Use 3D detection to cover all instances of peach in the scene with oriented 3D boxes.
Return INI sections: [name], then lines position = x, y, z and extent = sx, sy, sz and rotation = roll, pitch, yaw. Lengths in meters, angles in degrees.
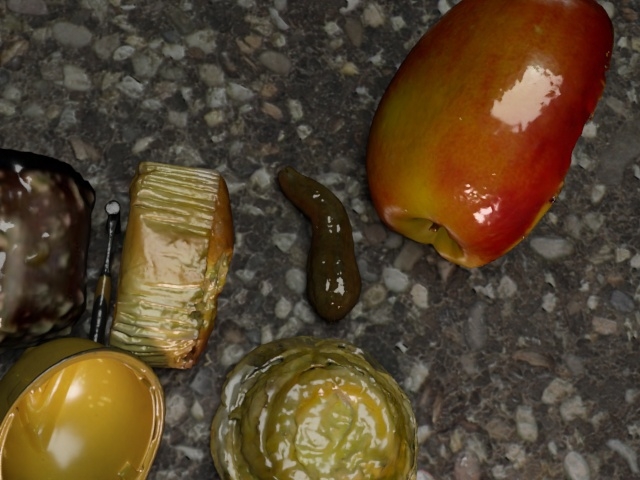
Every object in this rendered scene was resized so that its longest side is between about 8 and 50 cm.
[peach]
position = 0.221, -0.183, 1.293
extent = 0.242, 0.306, 0.380
rotation = 33, 71, -8

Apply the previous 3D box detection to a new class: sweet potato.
[sweet potato]
position = 0.005, -0.003, 1.299
extent = 0.081, 0.062, 0.233
rotation = -10, 70, -15

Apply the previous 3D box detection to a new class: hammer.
[hammer]
position = -0.272, 0.052, 1.215
extent = 0.021, 0.078, 0.201
rotation = 8, 80, -9

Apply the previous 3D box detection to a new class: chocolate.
[chocolate]
position = -0.413, 0.027, 1.095
extent = 0.340, 0.225, 0.210
rotation = 3, 73, -32

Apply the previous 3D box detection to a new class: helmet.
[helmet]
position = -0.298, 0.208, 1.101
extent = 0.205, 0.257, 0.140
rotation = -3, 26, -39

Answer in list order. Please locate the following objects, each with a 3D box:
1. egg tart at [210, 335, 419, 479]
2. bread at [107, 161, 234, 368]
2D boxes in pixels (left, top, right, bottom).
[egg tart]
position = 0.002, 0.242, 1.190
extent = 0.278, 0.095, 0.279
rotation = 5, 68, -11
[bread]
position = -0.182, 0.030, 1.178
extent = 0.133, 0.179, 0.250
rotation = 10, 68, -15
